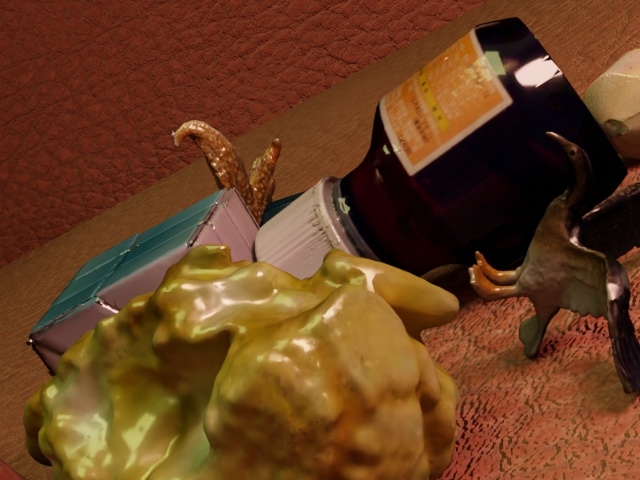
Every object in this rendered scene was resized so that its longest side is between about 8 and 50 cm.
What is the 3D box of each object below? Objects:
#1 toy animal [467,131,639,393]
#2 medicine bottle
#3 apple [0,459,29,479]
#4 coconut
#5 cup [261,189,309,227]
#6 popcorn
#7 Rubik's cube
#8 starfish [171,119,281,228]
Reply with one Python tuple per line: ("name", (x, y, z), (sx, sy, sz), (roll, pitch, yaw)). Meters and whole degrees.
("toy animal", (0.204, 0.011, 0.887), (0.160, 0.197, 0.272), (-27, 19, 25))
("medicine bottle", (0.114, -0.053, 1.150), (0.395, 0.242, 0.242), (-33, 14, 16))
("apple", (-0.286, 0.281, 0.757), (0.235, 0.305, 0.306), (-37, 16, -10))
("coconut", (0.372, -0.157, 1.218), (0.122, 0.116, 0.116), (-37, 16, -31))
("cup", (-0.004, -0.009, 1.451), (0.138, 0.113, 0.150), (-14, 28, 28))
("popcorn", (-0.048, 0.145, 0.861), (0.334, 0.292, 0.293), (9, 77, 43))
("Rubik's cube", (-0.157, 0.105, 1.193), (0.231, 0.221, 0.224), (-28, 14, 11))
("starfish", (-0.125, -0.031, 1.488), (0.094, 0.327, 0.375), (4, 34, 21))
